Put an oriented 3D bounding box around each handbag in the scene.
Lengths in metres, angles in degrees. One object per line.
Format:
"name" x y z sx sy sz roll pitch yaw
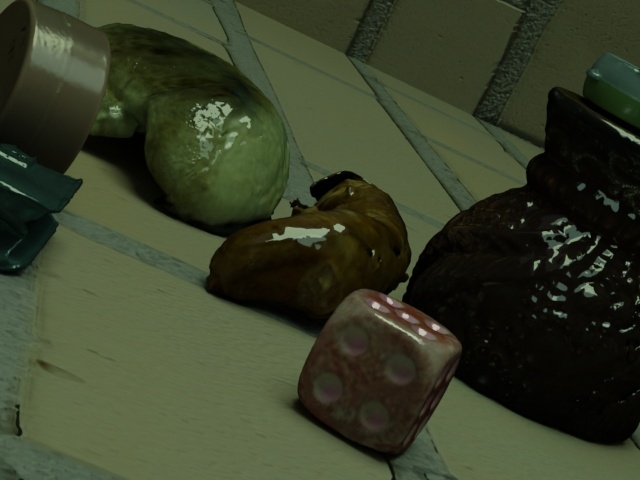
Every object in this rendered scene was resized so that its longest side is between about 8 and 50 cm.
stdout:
"handbag" -0.296 -0.063 1.231 0.229 0.062 0.179 26 12 -5

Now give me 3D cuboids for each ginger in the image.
"ginger" 0.011 0.009 1.501 0.133 0.107 0.309 42 17 4

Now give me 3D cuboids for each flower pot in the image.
"flower pot" 0.241 0.013 1.580 0.266 0.267 0.266 25 11 -5

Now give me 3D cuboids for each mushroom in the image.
"mushroom" -0.150 -0.132 1.688 0.247 0.130 0.344 25 10 -30

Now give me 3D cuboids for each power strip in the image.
"power strip" -0.242 -0.118 1.379 0.078 0.154 0.154 24 12 -29

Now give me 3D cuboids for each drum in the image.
"drum" 0.312 -0.115 1.511 0.130 0.049 0.253 25 12 -13

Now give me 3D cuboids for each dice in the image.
"dice" 0.044 0.094 1.217 0.091 0.093 0.094 30 13 14
